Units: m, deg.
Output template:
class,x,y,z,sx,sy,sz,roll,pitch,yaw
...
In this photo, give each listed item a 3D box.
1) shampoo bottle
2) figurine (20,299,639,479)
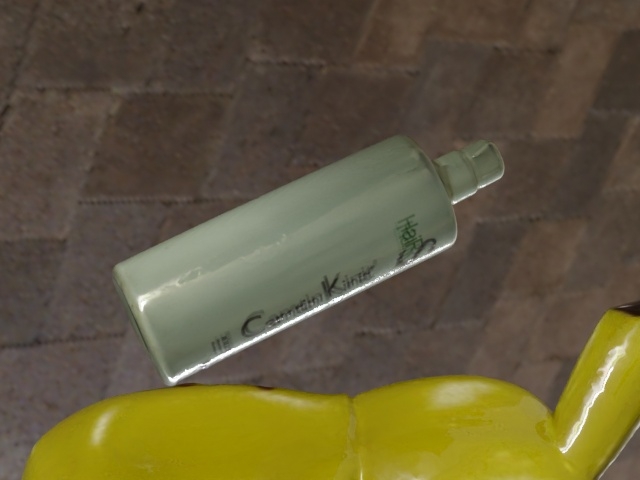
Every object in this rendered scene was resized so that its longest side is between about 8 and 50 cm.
class,x,y,z,sx,sy,sz,roll,pitch,yaw
shampoo bottle,0.000,0.000,1.015,0.262,0.085,0.085,-26,137,-11
figurine,0.013,0.147,0.747,0.326,0.169,0.218,-2,133,-2
